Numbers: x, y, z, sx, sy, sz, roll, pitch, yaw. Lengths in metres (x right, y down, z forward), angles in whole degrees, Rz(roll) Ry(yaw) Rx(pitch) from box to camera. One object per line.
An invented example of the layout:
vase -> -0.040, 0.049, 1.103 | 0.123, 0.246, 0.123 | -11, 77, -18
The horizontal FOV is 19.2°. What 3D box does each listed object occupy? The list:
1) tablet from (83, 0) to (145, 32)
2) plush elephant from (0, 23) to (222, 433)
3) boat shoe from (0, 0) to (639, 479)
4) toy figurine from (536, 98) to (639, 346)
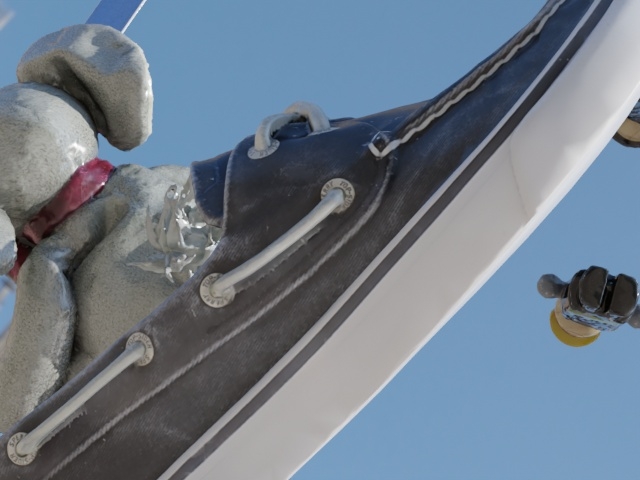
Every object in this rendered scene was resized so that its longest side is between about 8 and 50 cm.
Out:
tablet -> -0.228, -0.241, 2.059 | 0.054, 0.083, 0.006 | 9, -39, 26
plush elephant -> -0.190, -0.003, 1.419 | 0.255, 0.272, 0.330 | 44, -33, 14
boat shoe -> 0.000, 0.000, 0.656 | 0.102, 0.301, 0.108 | 44, 6, 4
toy figurine -> 0.258, -0.032, 1.623 | 0.213, 0.209, 0.148 | 60, -8, 6
